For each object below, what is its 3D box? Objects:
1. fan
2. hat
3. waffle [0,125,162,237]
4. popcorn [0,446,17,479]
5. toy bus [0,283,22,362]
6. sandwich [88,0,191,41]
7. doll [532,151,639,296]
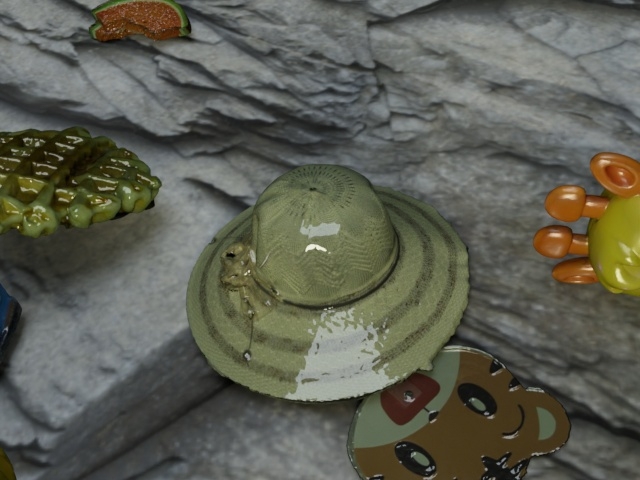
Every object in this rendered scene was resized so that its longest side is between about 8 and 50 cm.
[{"bbox_3d":[0.065,0.120,0.660,0.152,0.008,0.226,-38,53,-21],"label":"fan"},{"bbox_3d":[0.000,0.000,0.699,0.252,0.110,0.252,-6,44,6],"label":"hat"},{"bbox_3d":[-0.258,-0.057,0.795,0.207,0.054,0.214,-12,29,-42],"label":"waffle"},{"bbox_3d":[-0.230,0.251,0.464,0.276,0.225,0.276,25,23,-12],"label":"popcorn"},{"bbox_3d":[-0.388,0.059,0.715,0.234,0.134,0.116,3,50,13],"label":"toy bus"},{"bbox_3d":[-0.208,-0.262,1.025,0.135,0.029,0.067,12,59,19],"label":"sandwich"},{"bbox_3d":[0.276,-0.015,0.658,0.220,0.143,0.135,0,51,1],"label":"doll"}]
